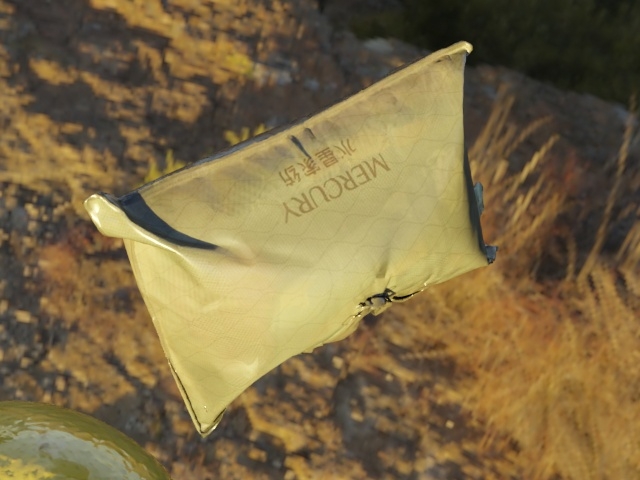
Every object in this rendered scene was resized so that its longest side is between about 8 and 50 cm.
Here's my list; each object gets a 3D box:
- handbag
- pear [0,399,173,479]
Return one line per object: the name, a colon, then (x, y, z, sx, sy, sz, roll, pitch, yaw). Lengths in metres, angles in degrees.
handbag: (0.000, 0.000, 0.811, 0.270, 0.182, 0.117, -27, 33, -23)
pear: (-0.272, 0.306, 1.140, 0.348, 0.348, 0.348, 12, 39, -10)
